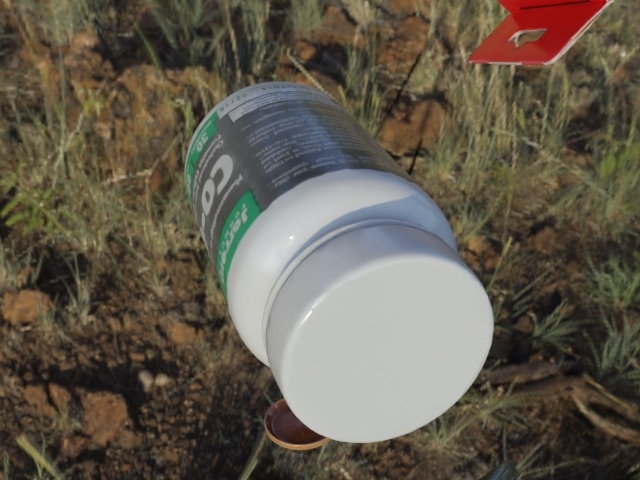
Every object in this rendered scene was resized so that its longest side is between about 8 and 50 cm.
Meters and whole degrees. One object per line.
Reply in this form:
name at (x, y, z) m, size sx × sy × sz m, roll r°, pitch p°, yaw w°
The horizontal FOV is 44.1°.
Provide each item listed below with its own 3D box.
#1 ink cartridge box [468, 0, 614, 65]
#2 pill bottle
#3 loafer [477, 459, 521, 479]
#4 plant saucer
ink cartridge box at (0.167, -0.221, 0.492) m, size 0.078 × 0.231 × 0.134 m, roll 39°, pitch 2°, yaw -17°
pill bottle at (0.000, 0.000, 0.731) m, size 0.204 × 0.204 × 0.361 m, roll -7°, pitch 30°, yaw -16°
loafer at (0.182, 0.282, 0.844) m, size 0.050 × 0.056 × 0.148 m, roll 51°, pitch 31°, yaw 15°
plant saucer at (-0.020, 0.202, 0.876) m, size 0.083 × 0.013 × 0.083 m, roll -1°, pitch 29°, yaw 0°
